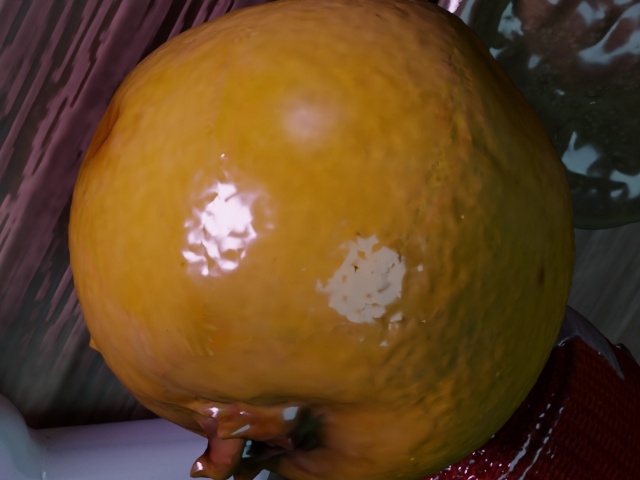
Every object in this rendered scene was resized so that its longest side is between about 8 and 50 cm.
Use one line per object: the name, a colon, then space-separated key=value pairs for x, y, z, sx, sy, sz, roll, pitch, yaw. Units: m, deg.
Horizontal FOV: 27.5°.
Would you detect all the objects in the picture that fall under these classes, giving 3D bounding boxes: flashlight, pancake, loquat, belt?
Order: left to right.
flashlight: x=-0.114 y=0.111 z=0.628 sx=0.200 sy=0.047 sz=0.093 roll=4 pitch=115 yaw=-36
loquat: x=0.000 y=0.000 z=0.532 sx=0.208 sy=0.208 sz=0.208 roll=-15 pitch=123 yaw=-24
belt: x=0.078 y=0.116 z=0.693 sx=0.201 sy=0.128 sz=0.124 roll=-50 pitch=131 yaw=4
pancake: x=0.152 y=-0.102 z=0.663 sx=0.242 sy=0.050 sz=0.242 roll=-14 pitch=122 yaw=-24
